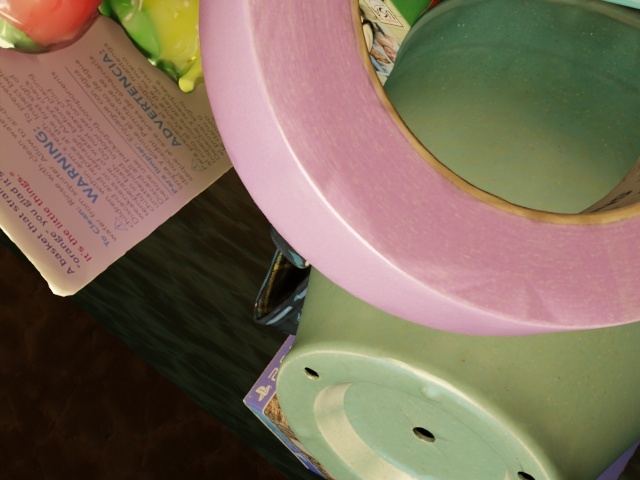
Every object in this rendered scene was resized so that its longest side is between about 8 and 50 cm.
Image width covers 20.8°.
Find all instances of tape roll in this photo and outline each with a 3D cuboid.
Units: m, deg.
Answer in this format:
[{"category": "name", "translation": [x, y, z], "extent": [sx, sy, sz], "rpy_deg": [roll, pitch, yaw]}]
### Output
[{"category": "tape roll", "translation": [0.090, -0.097, 0.757], "extent": [0.275, 0.275, 0.090], "rpy_deg": [37, 167, -9]}]

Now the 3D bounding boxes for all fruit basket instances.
[{"category": "fruit basket", "translation": [-0.143, -0.159, 0.829], "extent": [0.165, 0.353, 0.327], "rpy_deg": [-37, 95, 37]}]

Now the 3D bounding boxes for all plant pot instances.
[{"category": "plant pot", "translation": [0.111, 0.031, 1.040], "extent": [0.272, 0.255, 0.271], "rpy_deg": [23, 147, 16]}]

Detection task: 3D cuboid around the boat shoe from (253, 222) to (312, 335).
[{"category": "boat shoe", "translation": [0.000, 0.000, 1.462], "extent": [0.109, 0.089, 0.258], "rpy_deg": [-108, 24, -45]}]

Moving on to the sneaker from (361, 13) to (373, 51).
[{"category": "sneaker", "translation": [-0.056, -0.142, 1.088], "extent": [0.208, 0.094, 0.081], "rpy_deg": [34, 156, -28]}]

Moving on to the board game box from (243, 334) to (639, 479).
[{"category": "board game box", "translation": [0.124, 0.136, 1.555], "extent": [0.291, 0.232, 0.141], "rpy_deg": [23, 161, 40]}]

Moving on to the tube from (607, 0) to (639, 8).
[{"category": "tube", "translation": [0.103, -0.173, 0.967], "extent": [0.207, 0.052, 0.080], "rpy_deg": [21, 168, 28]}]

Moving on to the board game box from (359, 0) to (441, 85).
[{"category": "board game box", "translation": [0.007, -0.147, 1.272], "extent": [0.317, 0.046, 0.213], "rpy_deg": [19, 159, 48]}]
